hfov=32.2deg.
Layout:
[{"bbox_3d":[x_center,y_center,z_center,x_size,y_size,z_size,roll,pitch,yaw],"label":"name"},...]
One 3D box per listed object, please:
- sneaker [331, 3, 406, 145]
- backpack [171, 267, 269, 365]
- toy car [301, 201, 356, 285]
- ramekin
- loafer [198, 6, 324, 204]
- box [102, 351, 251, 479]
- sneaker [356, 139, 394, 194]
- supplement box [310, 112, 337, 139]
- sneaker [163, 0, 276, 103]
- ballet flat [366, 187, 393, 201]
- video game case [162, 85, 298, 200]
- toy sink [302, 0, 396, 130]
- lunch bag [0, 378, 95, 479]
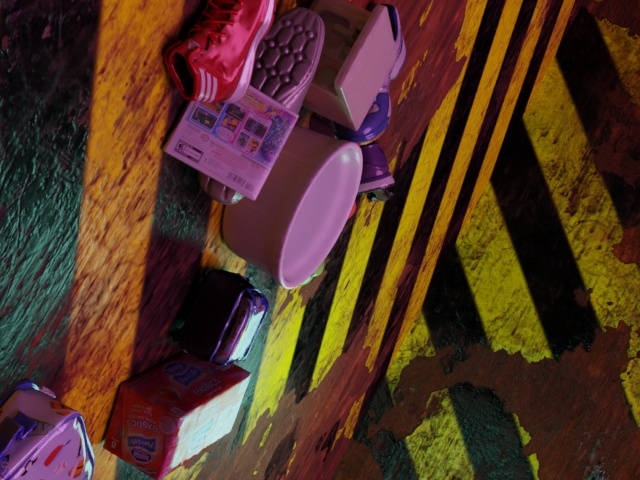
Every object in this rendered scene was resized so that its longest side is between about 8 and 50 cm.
[{"bbox_3d":[0.080,-0.304,1.993,0.131,0.112,0.296,81,18,-50],"label":"sneaker"},{"bbox_3d":[-0.159,0.134,1.931,0.158,0.117,0.173,-64,166,3],"label":"backpack"},{"bbox_3d":[0.000,0.000,2.302,0.239,0.053,0.225,-25,138,-63],"label":"toy car"},{"bbox_3d":[-0.051,-0.067,1.921,0.277,0.135,0.277,-53,159,-30],"label":"ramekin"},{"bbox_3d":[-0.089,-0.203,1.687,0.319,0.112,0.111,-61,175,-3],"label":"loafer"},{"bbox_3d":[-0.240,0.287,1.894,0.257,0.123,0.128,-25,137,-64],"label":"box"},{"bbox_3d":[0.074,-0.163,2.137,0.283,0.107,0.124,-159,-126,-78],"label":"sneaker"},{"bbox_3d":[0.024,-0.226,2.048,0.083,0.055,0.043,-51,159,-33],"label":"supplement box"},{"bbox_3d":[-0.133,-0.282,1.464,0.128,0.087,0.221,-22,126,-56],"label":"sneaker"},{"bbox_3d":[0.108,-0.125,2.428,0.058,0.084,0.250,-29,168,8],"label":"ballet flat"},{"bbox_3d":[-0.127,-0.155,1.593,0.143,0.157,0.019,-63,-155,-4],"label":"video game case"},{"bbox_3d":[0.026,-0.302,1.820,0.152,0.131,0.234,-62,168,-6],"label":"toy sink"},{"bbox_3d":[-0.403,0.317,1.351,0.303,0.115,0.243,-52,161,-29],"label":"lunch bag"}]
